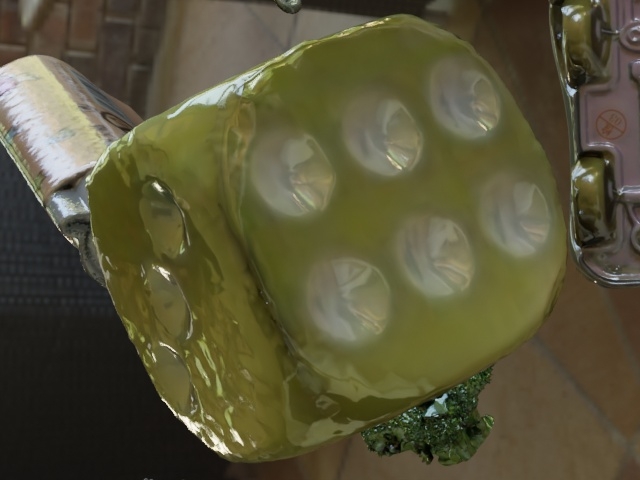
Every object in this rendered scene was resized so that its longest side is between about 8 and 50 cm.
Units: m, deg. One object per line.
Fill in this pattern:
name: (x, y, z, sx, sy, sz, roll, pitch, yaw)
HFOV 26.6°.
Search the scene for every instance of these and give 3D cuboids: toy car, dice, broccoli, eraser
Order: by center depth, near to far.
dice: (0.000, 0.000, 0.654, 0.169, 0.169, 0.166, -23, 93, 61)
eraser: (-0.153, -0.043, 1.011, 0.087, 0.171, 0.290, -54, 34, 5)
toy car: (0.360, -0.120, 1.361, 0.226, 0.242, 0.336, 13, -106, -77)
broccoli: (0.118, 0.159, 1.437, 0.156, 0.195, 0.195, 47, 146, 1)

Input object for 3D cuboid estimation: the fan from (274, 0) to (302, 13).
fan: (-0.090, -0.219, 0.865, 0.220, 0.132, 0.009, 45, 143, 12)

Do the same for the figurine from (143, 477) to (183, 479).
figurine: (-0.117, 0.240, 1.113, 0.094, 0.086, 0.082, -87, 12, -48)
